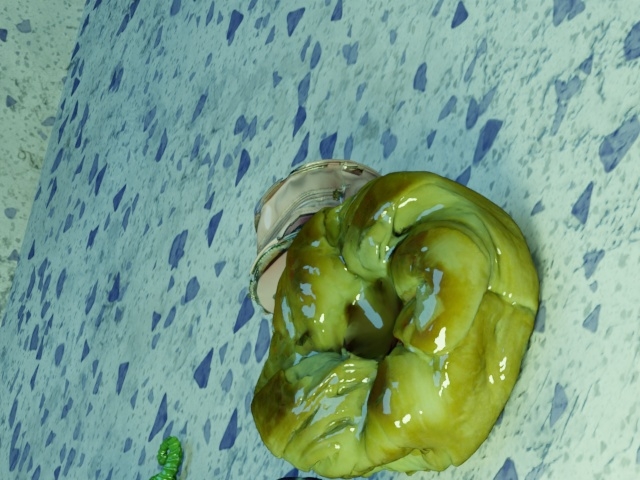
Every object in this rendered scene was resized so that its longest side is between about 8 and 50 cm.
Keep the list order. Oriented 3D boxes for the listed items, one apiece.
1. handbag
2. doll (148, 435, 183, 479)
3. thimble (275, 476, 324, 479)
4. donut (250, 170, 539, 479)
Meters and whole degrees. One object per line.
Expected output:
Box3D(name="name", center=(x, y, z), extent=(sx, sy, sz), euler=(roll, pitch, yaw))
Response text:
Box3D(name="handbag", center=(0.001, 0.001, 2.001), extent=(0.205, 0.179, 0.116), euler=(-51, 36, 41))
Box3D(name="doll", center=(-0.255, 0.391, 2.431), extent=(0.190, 0.050, 0.115), euler=(-63, 30, 13))
Box3D(name="thimble", center=(-0.016, 0.379, 1.693), extent=(0.237, 0.150, 0.237), euler=(-25, 46, 28))
Box3D(name="donut", center=(0.071, 0.099, 1.716), extent=(0.360, 0.170, 0.360), euler=(-31, 48, 42))
